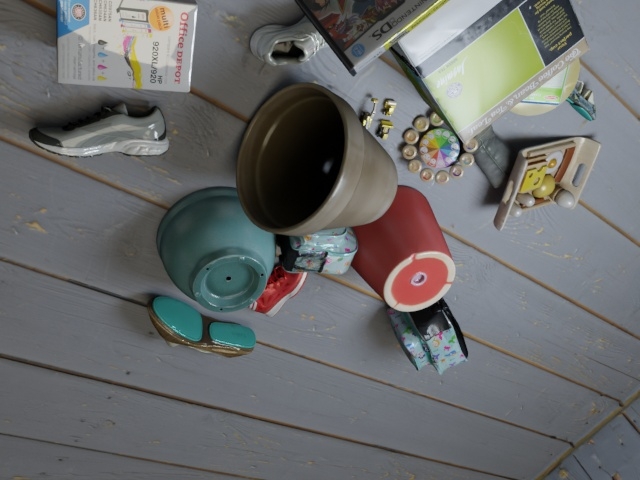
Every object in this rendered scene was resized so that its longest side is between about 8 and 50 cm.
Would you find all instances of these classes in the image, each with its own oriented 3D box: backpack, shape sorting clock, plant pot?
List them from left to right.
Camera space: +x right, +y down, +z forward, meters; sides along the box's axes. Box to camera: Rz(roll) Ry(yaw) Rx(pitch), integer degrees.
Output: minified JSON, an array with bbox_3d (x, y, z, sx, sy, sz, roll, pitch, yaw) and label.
[{"bbox_3d":[-0.233,0.047,1.558,0.293,0.196,0.293,-10,129,-13],"label":"plant pot"},{"bbox_3d":[0.000,0.000,1.628,0.188,0.166,0.144,13,123,-22],"label":"backpack"},{"bbox_3d":[0.020,-0.154,1.459,0.280,0.323,0.323,12,122,-48],"label":"plant pot"},{"bbox_3d":[0.209,0.033,1.688,0.275,0.243,0.275,-10,129,-13],"label":"plant pot"},{"bbox_3d":[0.324,0.273,1.932,0.191,0.225,0.253,-33,129,8],"label":"backpack"},{"bbox_3d":[0.522,-0.402,1.585,0.206,0.040,0.206,0,118,-1],"label":"shape sorting clock"}]

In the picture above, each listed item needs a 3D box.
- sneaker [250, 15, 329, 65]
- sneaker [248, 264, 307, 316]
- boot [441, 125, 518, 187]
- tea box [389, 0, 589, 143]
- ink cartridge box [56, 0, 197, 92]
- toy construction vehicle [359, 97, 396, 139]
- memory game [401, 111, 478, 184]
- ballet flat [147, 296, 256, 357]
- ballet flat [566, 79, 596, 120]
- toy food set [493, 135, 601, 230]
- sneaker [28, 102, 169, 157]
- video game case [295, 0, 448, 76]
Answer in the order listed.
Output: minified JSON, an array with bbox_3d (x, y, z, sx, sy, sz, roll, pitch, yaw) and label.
[{"bbox_3d":[-0.022,-0.408,1.337,0.232,0.115,0.090,-24,131,-3],"label":"sneaker"},{"bbox_3d":[-0.130,0.110,1.721,0.128,0.087,0.221,19,116,-34],"label":"sneaker"},{"bbox_3d":[0.414,-0.206,1.704,0.190,0.076,0.208,-37,137,11],"label":"boot"},{"bbox_3d":[0.325,-0.448,1.372,0.329,0.220,0.323,-37,129,9],"label":"tea box"},{"bbox_3d":[-0.356,-0.386,1.189,0.233,0.168,0.171,-1,125,-22],"label":"ink cartridge box"},{"bbox_3d":[0.140,-0.287,1.548,0.086,0.035,0.098,6,124,-25],"label":"toy construction vehicle"},{"bbox_3d":[0.292,-0.227,1.610,0.186,0.012,0.186,2,109,7],"label":"memory game"},{"bbox_3d":[-0.335,0.248,1.750,0.342,0.116,0.124,23,135,-38],"label":"ballet flat"},{"bbox_3d":[0.660,-0.370,1.669,0.188,0.070,0.070,23,115,-35],"label":"ballet flat"},{"bbox_3d":[0.616,-0.149,1.767,0.306,0.092,0.219,-15,133,-31],"label":"toy food set"},{"bbox_3d":[-0.450,-0.228,1.336,0.271,0.100,0.108,-6,114,-21],"label":"sneaker"},{"bbox_3d":[0.081,-0.490,1.230,0.248,0.275,0.035,-37,166,9],"label":"video game case"}]
